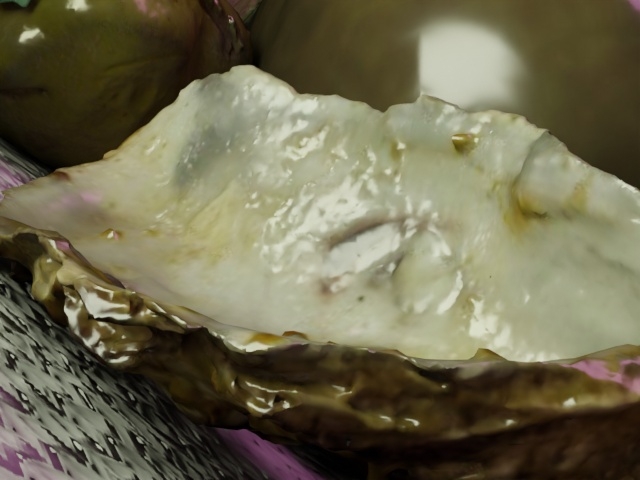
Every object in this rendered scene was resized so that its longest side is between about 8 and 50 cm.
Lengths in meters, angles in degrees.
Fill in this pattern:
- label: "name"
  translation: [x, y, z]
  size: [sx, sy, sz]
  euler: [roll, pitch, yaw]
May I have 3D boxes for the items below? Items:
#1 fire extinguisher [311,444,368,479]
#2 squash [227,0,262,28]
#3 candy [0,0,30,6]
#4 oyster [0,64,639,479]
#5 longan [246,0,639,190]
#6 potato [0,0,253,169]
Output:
- label: "fire extinguisher"
  translation: [0.088, 0.084, 0.638]
  size: [0.337, 0.135, 0.114]
  euler: [36, -7, -15]
- label: "squash"
  translation: [0.006, -0.114, 1.260]
  size: [0.309, 0.310, 0.310]
  euler: [41, 1, -19]
- label: "candy"
  translation: [-0.312, -0.213, 0.561]
  size: [0.263, 0.172, 0.398]
  euler: [30, 19, 18]
- label: "oyster"
  translation: [0.002, 0.025, 0.456]
  size: [0.204, 0.111, 0.396]
  euler: [-20, 30, -40]
- label: "longan"
  translation: [0.128, -0.067, 0.923]
  size: [0.404, 0.404, 0.436]
  euler: [37, 2, -19]
- label: "potato"
  translation: [-0.135, -0.113, 0.823]
  size: [0.137, 0.154, 0.200]
  euler: [40, 9, 23]
